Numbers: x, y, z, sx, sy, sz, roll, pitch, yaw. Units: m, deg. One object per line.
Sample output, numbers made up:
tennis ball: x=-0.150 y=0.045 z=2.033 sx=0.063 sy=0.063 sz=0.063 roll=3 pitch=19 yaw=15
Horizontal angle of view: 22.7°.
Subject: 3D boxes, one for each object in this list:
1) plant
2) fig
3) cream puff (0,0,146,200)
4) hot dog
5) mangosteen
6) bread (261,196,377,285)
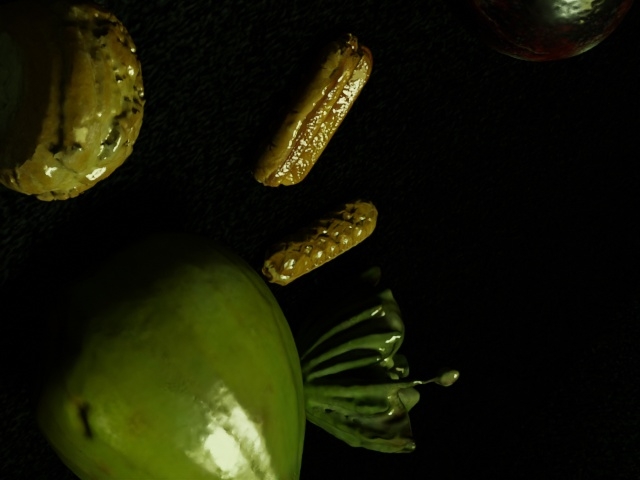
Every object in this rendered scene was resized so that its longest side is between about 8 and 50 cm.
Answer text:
plant: x=-0.035 y=0.146 z=1.822 sx=0.333 sy=0.251 sz=0.180 roll=-2 pitch=121 yaw=-11
fig: x=-0.121 y=0.130 z=1.383 sx=0.239 sy=0.271 sz=0.239 roll=-43 pitch=172 yaw=-8
cream puff: x=-0.173 y=-0.099 z=1.070 sx=0.103 sy=0.144 sz=0.126 roll=-2 pitch=166 yaw=-46
hot dog: x=-0.007 y=-0.118 z=1.468 sx=0.071 sy=0.045 sz=0.165 roll=-8 pitch=136 yaw=-56
mangosteen: x=0.202 y=-0.267 z=1.369 sx=0.216 sy=0.216 sz=0.216 roll=-39 pitch=157 yaw=-20
bread: x=0.000 y=0.000 z=1.690 sx=0.157 sy=0.044 sz=0.052 roll=-30 pitch=150 yaw=-37
